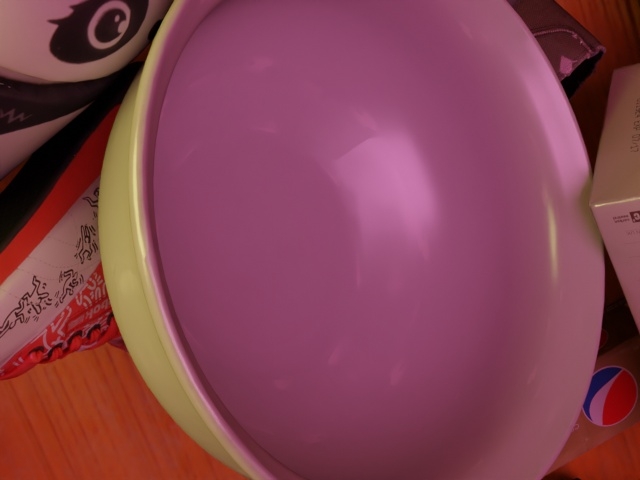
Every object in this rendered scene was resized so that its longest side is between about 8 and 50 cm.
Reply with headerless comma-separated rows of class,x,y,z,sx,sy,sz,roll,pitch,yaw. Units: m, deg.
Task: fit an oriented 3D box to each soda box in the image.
soda box,0.154,0.108,0.815,0.181,0.061,0.058,-28,107,-9

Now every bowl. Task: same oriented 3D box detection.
bowl,0.000,0.000,0.614,0.297,0.134,0.298,10,74,-40

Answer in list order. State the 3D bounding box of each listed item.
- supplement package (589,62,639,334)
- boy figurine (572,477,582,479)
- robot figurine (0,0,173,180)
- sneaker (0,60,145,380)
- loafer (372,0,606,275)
supplement package,0.261,0.020,0.710,0.133,0.139,0.244,-10,126,28
boy figurine,0.267,0.269,0.788,0.285,0.092,0.177,26,94,21
robot figurine,-0.186,-0.108,0.583,0.173,0.278,0.209,9,58,-45
sneaker,-0.120,0.032,0.649,0.145,0.090,0.270,53,41,-23
loafer,0.095,-0.036,0.743,0.087,0.094,0.251,25,92,16
